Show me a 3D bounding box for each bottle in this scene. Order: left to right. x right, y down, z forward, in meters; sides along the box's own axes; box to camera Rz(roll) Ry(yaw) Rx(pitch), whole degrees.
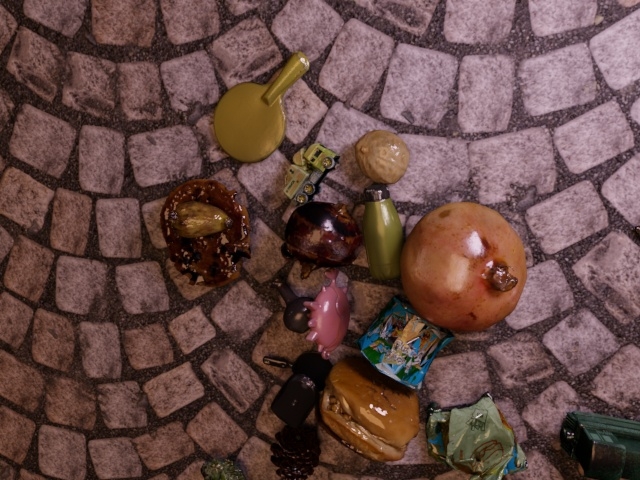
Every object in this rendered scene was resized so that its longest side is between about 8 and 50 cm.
[{"bbox_3d":[0.174,-0.025,1.335,0.112,0.112,0.260,-8,107,12],"label":"bottle"}]

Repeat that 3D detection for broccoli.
[{"bbox_3d":[-0.326,0.805,1.573,0.154,0.160,0.167,-19,78,14],"label":"broccoli"}]

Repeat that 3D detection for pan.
[{"bbox_3d":[-0.069,0.402,1.516,0.234,0.028,0.136,14,102,5],"label":"pan"}]

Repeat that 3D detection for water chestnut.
[{"bbox_3d":[0.000,0.000,1.336,0.223,0.223,0.238,15,101,8],"label":"water chestnut"}]

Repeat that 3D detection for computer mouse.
[{"bbox_3d":[-0.072,0.490,1.486,0.122,0.073,0.217,37,118,11],"label":"computer mouse"}]

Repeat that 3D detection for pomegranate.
[{"bbox_3d":[0.370,0.071,1.216,0.337,0.338,0.339,2,101,10],"label":"pomegranate"}]

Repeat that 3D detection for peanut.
[{"bbox_3d":[0.167,-0.231,1.314,0.159,0.109,0.141,25,103,4],"label":"peanut"}]

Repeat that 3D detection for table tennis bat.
[{"bbox_3d":[-0.165,-0.391,1.383,0.224,0.054,0.369,44,109,2],"label":"table tennis bat"}]

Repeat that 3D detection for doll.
[{"bbox_3d":[0.028,0.209,1.377,0.093,0.211,0.262,-1,87,35],"label":"doll"}]

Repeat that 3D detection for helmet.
[{"bbox_3d":[-0.080,0.035,1.441,0.083,0.049,0.065,-10,65,-13],"label":"helmet"}]

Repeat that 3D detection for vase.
[{"bbox_3d":[-0.082,0.188,1.444,0.120,0.120,0.183,-40,77,15],"label":"vase"}]

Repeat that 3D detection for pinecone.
[{"bbox_3d":[-0.082,0.686,1.510,0.162,0.163,0.165,13,118,8],"label":"pinecone"}]

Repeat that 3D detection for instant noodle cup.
[{"bbox_3d":[0.237,0.276,1.345,0.240,0.240,0.178,32,97,4],"label":"instant noodle cup"}]

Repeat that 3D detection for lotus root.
[{"bbox_3d":[-0.338,-0.057,1.379,0.190,0.094,0.109,4,98,3],"label":"lotus root"}]

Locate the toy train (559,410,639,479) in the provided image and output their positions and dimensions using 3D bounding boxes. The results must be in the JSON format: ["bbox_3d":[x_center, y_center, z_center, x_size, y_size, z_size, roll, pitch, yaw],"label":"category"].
[{"bbox_3d":[0.839,0.582,1.300,0.330,0.178,0.139,7,101,11],"label":"toy train"}]

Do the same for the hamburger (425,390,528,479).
[{"bbox_3d":[0.442,0.602,1.394,0.275,0.150,0.261,-18,95,14],"label":"hamburger"}]

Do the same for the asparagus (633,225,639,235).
[{"bbox_3d":[0.902,0.002,1.258,0.165,0.030,0.036,27,131,4],"label":"asparagus"}]

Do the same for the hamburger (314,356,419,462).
[{"bbox_3d":[0.138,0.464,1.346,0.284,0.304,0.174,26,102,5],"label":"hamburger"}]

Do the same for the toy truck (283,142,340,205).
[{"bbox_3d":[-0.037,-0.196,1.375,0.116,0.085,0.191,39,107,7],"label":"toy truck"}]

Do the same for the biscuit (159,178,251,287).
[{"bbox_3d":[-0.343,-0.023,1.466,0.289,0.081,0.334,-9,94,13],"label":"biscuit"}]
